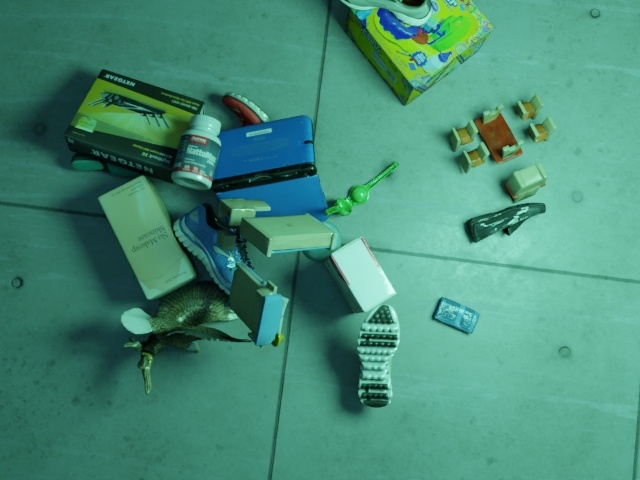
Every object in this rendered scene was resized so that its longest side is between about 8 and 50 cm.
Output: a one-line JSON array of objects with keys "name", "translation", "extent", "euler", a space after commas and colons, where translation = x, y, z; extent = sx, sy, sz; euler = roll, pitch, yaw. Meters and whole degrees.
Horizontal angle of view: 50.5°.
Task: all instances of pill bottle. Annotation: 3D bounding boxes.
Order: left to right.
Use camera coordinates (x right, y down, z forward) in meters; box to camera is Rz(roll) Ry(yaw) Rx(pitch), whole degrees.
[{"name": "pill bottle", "translation": [-0.322, -0.234, 1.792], "extent": [0.108, 0.108, 0.180], "euler": [11, 77, 0]}]

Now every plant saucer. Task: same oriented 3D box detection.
[{"name": "plant saucer", "translation": [0.000, 0.000, 1.917], "extent": [0.120, 0.021, 0.119], "euler": [0, 85, 0]}]

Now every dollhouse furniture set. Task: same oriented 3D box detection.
[{"name": "dollhouse furniture set", "translation": [-0.130, 0.080, 1.747], "extent": [0.198, 0.286, 0.303], "euler": [-4, 116, -36]}, {"name": "dollhouse furniture set", "translation": [0.527, -0.247, 1.913], "extent": [0.262, 0.135, 0.259], "euler": [-23, 74, -3]}]

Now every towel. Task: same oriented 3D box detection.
[{"name": "towel", "translation": [0.380, 0.209, 1.898], "extent": [0.120, 0.029, 0.067], "euler": [24, 84, 2]}]

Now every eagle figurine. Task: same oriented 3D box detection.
[{"name": "eagle figurine", "translation": [-0.355, 0.237, 1.811], "extent": [0.298, 0.225, 0.226], "euler": [-29, 80, 6]}]

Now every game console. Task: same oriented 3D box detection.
[{"name": "game console", "translation": [-0.139, -0.177, 1.869], "extent": [0.293, 0.173, 0.250], "euler": [-9, 67, 12]}]

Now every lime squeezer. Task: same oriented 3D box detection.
[{"name": "lime squeezer", "translation": [0.096, -0.130, 1.896], "extent": [0.059, 0.110, 0.310], "euler": [42, 54, 19]}]

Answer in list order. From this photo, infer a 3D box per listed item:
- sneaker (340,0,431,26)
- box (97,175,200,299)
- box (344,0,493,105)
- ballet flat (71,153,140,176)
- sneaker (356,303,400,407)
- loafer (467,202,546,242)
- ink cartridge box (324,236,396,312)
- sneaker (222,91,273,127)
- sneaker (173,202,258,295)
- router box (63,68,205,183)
[{"name": "sneaker", "translation": [0.163, -0.646, 1.759], "extent": [0.272, 0.108, 0.100], "euler": [17, 86, 2]}, {"name": "box", "translation": [-0.466, -0.004, 1.863], "extent": [0.148, 0.121, 0.311], "euler": [-28, 85, -2]}, {"name": "box", "translation": [0.267, -0.590, 1.899], "extent": [0.279, 0.177, 0.290], "euler": [-38, 86, -5]}, {"name": "ballet flat", "translation": [-0.598, -0.226, 1.911], "extent": [0.203, 0.074, 0.074], "euler": [6, 85, 5]}, {"name": "sneaker", "translation": [0.151, 0.294, 1.803], "extent": [0.110, 0.118, 0.292], "euler": [8, 111, 6]}, {"name": "loafer", "translation": [0.525, -0.052, 1.904], "extent": [0.223, 0.076, 0.078], "euler": [-16, 90, 3]}, {"name": "ink cartridge box", "translation": [0.099, 0.098, 1.802], "extent": [0.100, 0.237, 0.172], "euler": [-30, 86, -7]}, {"name": "sneaker", "translation": [-0.184, -0.304, 1.905], "extent": [0.279, 0.107, 0.118], "euler": [43, 91, 4]}, {"name": "sneaker", "translation": [-0.243, 0.035, 1.838], "extent": [0.147, 0.130, 0.330], "euler": [-42, 93, 12]}, {"name": "router box", "translation": [-0.506, -0.317, 1.874], "extent": [0.309, 0.081, 0.242], "euler": [17, 63, 1]}]
